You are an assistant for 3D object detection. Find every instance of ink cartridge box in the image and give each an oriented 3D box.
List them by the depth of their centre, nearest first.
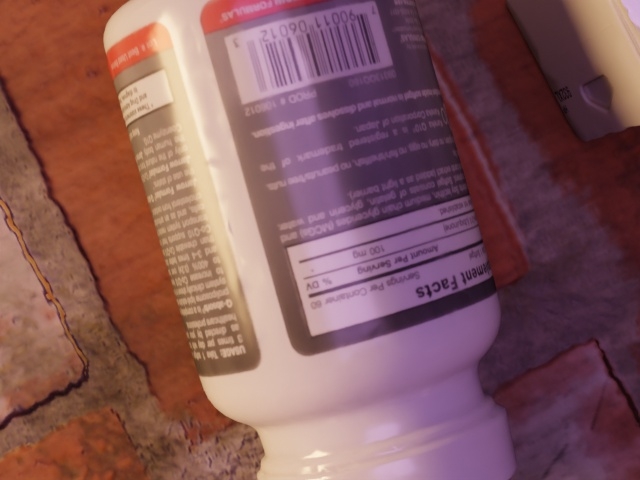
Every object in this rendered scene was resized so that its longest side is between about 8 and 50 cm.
[{"bbox_3d":[0.305,-0.203,0.913,0.307,0.223,0.129,-29,91,-4],"label":"ink cartridge box"}]

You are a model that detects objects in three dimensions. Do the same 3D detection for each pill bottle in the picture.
[{"bbox_3d":[0.000,0.000,0.897,0.210,0.210,0.362,-16,91,-4],"label":"pill bottle"}]
